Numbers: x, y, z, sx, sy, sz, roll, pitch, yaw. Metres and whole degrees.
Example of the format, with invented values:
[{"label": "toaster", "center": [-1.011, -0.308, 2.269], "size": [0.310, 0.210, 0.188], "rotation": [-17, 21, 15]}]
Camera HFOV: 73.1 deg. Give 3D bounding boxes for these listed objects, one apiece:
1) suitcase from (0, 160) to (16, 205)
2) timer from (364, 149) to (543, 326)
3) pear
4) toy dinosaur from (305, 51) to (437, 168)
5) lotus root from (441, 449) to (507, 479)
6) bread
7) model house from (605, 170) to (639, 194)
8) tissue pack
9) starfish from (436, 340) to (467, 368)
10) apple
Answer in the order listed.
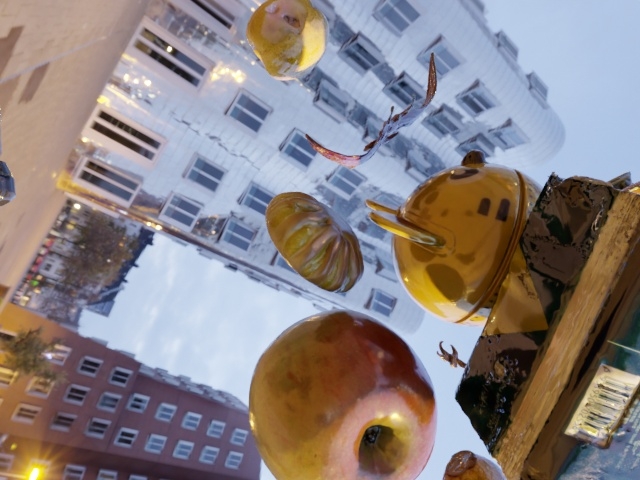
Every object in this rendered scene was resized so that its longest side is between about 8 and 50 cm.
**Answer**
[{"label": "suitcase", "center": [-0.577, -0.041, 0.541], "size": [0.286, 0.206, 0.066], "rotation": [-23, -98, 10]}, {"label": "timer", "center": [0.276, -0.010, 0.883], "size": [0.376, 0.388, 0.375], "rotation": [22, 90, -89]}, {"label": "pear", "center": [-0.067, -0.440, 0.934], "size": [0.178, 0.178, 0.177], "rotation": [-39, -144, 35]}, {"label": "toy dinosaur", "center": [0.142, -0.282, 0.945], "size": [0.327, 0.112, 0.206], "rotation": [-39, 177, 14]}, {"label": "lotus root", "center": [0.357, 0.614, 1.047], "size": [0.199, 0.179, 0.188], "rotation": [-26, -176, 7]}, {"label": "bread", "center": [0.000, 0.000, 0.754], "size": [0.105, 0.213, 0.213], "rotation": [-38, -146, 14]}, {"label": "model house", "center": [0.781, -0.051, 1.145], "size": [0.224, 0.198, 0.215], "rotation": [-32, -169, 16]}, {"label": "tissue pack", "center": [0.408, 0.137, 0.610], "size": [0.253, 0.265, 0.415], "rotation": [-103, -152, -73]}, {"label": "starfish", "center": [0.293, 0.260, 0.955], "size": [0.091, 0.078, 0.028], "rotation": [-32, 142, -71]}, {"label": "apple", "center": [0.039, 0.276, 0.712], "size": [0.318, 0.319, 0.277], "rotation": [-58, -161, 6]}]
